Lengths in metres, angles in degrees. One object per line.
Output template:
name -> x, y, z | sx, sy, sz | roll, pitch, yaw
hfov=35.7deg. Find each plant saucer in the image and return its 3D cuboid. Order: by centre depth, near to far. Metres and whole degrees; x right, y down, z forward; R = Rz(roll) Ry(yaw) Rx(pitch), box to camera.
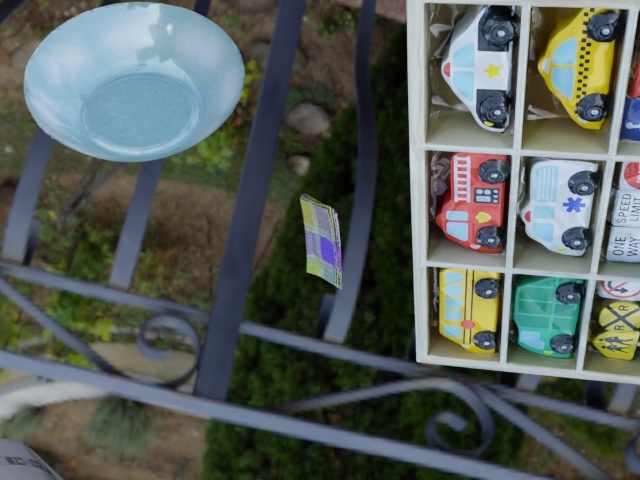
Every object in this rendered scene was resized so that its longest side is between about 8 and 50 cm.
plant saucer -> -0.159, -0.123, 0.875 | 0.194, 0.037, 0.195 | -10, 146, -7

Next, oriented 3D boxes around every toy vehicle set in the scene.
toy vehicle set -> 0.132, -0.023, 0.528 | 0.165, 0.035, 0.267 | 4, 135, 11

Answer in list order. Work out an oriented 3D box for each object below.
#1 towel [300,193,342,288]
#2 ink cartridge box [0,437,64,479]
towel -> 0.000, 0.000, 0.931 | 0.009, 0.060, 0.083 | -18, 116, -28
ink cartridge box -> -0.339, 0.331, 1.179 | 0.308, 0.091, 0.385 | 38, 160, 36
